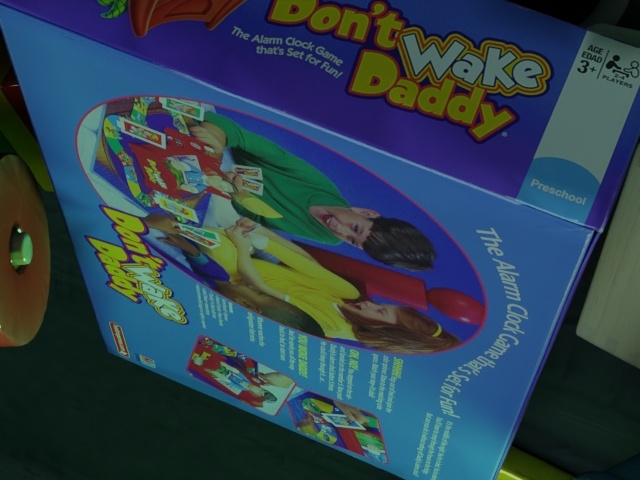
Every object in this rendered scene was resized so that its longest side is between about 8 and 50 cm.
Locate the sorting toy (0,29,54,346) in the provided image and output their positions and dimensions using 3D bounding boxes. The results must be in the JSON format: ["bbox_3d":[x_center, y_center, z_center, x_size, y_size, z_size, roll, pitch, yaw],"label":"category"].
[{"bbox_3d":[-0.175,-0.079,0.678,0.089,0.257,0.255,-3,126,8],"label":"sorting toy"}]

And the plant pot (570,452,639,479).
[{"bbox_3d":[0.280,0.155,0.590,0.255,0.271,0.271,-28,118,-7],"label":"plant pot"}]

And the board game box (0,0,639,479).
[{"bbox_3d":[0.000,0.000,0.672,0.233,0.078,0.347,22,156,9],"label":"board game box"}]

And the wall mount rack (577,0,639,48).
[{"bbox_3d":[0.025,-0.208,0.549,0.304,0.130,0.350,20,131,19],"label":"wall mount rack"}]

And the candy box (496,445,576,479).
[{"bbox_3d":[0.179,0.202,0.866,0.206,0.027,0.105,25,129,6],"label":"candy box"}]

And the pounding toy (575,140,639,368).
[{"bbox_3d":[0.192,0.003,0.644,0.100,0.130,0.141,28,135,21],"label":"pounding toy"}]
